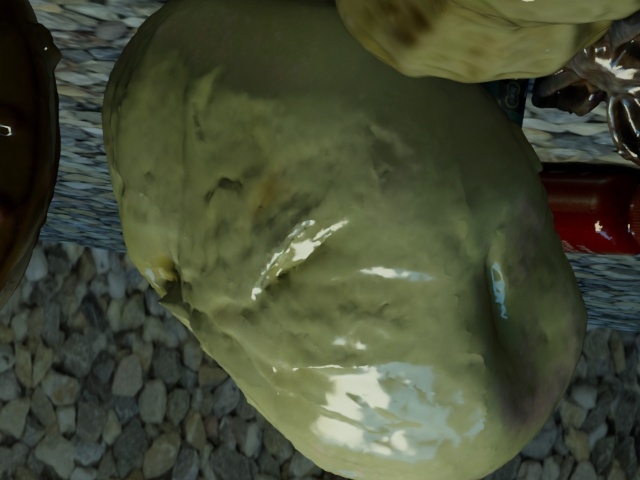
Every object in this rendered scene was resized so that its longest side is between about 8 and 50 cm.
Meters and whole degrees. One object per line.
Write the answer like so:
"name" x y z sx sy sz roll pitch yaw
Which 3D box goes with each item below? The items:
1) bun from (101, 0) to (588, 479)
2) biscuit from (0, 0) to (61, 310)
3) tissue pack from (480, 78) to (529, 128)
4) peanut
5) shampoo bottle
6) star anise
"bun" 0.000 0.000 1.236 0.361 0.213 0.361 46 162 19
"biscuit" -0.311 -0.052 1.156 0.332 0.332 0.103 7 173 10
"tissue pack" 0.096 -0.066 1.439 0.085 0.111 0.079 9 173 -11
"peanut" 0.087 -0.127 0.869 0.125 0.111 0.274 33 171 -11
"shampoo bottle" 0.211 -0.027 1.806 0.314 0.076 0.118 3 172 39
"star anise" 0.144 -0.113 1.061 0.262 0.081 0.230 31 171 -6
